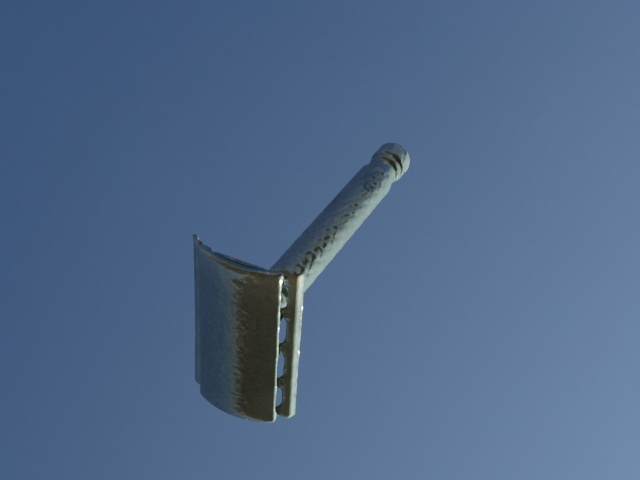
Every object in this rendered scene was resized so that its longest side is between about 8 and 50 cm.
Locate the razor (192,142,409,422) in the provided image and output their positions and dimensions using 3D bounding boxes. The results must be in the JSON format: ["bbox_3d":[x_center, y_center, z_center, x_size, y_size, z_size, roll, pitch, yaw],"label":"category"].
[{"bbox_3d":[0.000,0.000,0.629,0.068,0.232,0.106,18,-53,18],"label":"razor"}]
